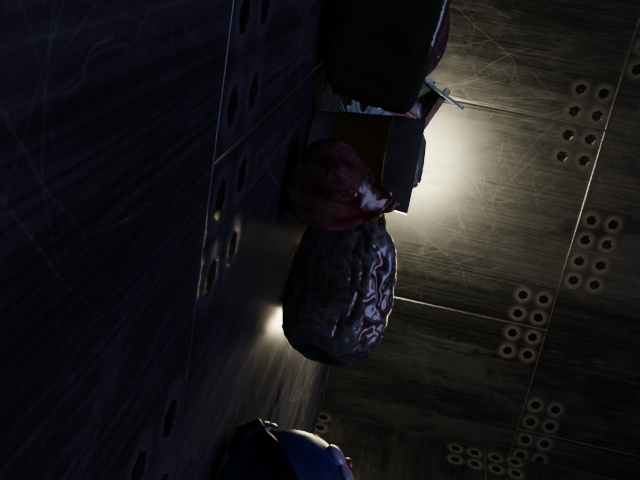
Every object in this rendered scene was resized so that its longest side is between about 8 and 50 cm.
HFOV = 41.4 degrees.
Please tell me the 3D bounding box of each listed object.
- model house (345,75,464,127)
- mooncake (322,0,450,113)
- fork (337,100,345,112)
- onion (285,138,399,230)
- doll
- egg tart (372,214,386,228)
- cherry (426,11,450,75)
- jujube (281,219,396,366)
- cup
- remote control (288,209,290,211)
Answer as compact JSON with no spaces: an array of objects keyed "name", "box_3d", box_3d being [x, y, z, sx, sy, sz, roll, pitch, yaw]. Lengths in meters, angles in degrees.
[{"name":"model house","box_3d":[0.136,-0.363,2.323,0.324,0.340,0.300,-55,-139,11]},{"name":"mooncake","box_3d":[0.132,-0.423,1.566,0.356,0.194,0.356,18,90,-89]},{"name":"fork","box_3d":[0.050,-0.263,2.119,0.235,0.021,0.039,93,14,-60]},{"name":"onion","box_3d":[0.039,-0.085,1.445,0.159,0.195,0.159,20,90,-79]},{"name":"doll","box_3d":[-0.062,0.436,1.412,0.284,0.240,0.310,63,-21,13]},{"name":"egg tart","box_3d":[0.069,-0.029,2.172,0.090,0.212,0.213,14,87,-44]},{"name":"cherry","box_3d":[0.172,-0.471,1.911,0.307,0.221,0.261,-51,148,-49]},{"name":"jujube","box_3d":[0.043,0.095,1.747,0.226,0.226,0.317,82,23,-76]},{"name":"cup","box_3d":[0.087,-0.148,1.651,0.241,0.226,0.185,94,8,-67]},{"name":"remote control","box_3d":[-0.041,-0.095,1.535,0.034,0.016,0.091,36,65,-79]}]
